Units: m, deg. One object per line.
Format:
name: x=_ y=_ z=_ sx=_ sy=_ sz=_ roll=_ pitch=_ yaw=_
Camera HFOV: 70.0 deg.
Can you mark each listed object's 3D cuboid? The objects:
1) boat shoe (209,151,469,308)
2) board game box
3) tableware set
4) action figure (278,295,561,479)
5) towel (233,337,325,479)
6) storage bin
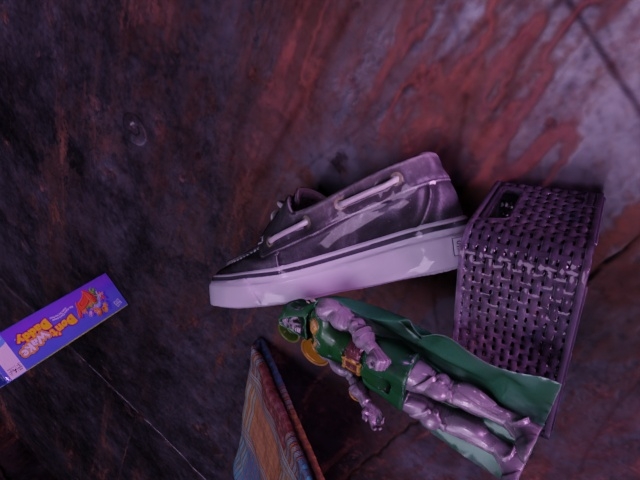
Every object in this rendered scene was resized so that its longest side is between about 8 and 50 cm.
boat shoe: x=0.000 y=0.000 z=0.494 sx=0.335 sy=0.121 sz=0.119 roll=-16 pitch=82 yaw=36
board game box: x=-0.568 y=0.201 z=0.917 sx=0.347 sy=0.233 sz=0.078 roll=-26 pitch=99 yaw=42
tableware set: x=0.010 y=0.154 z=0.622 sx=0.154 sy=0.024 sz=0.104 roll=45 pitch=133 yaw=4
action figure: x=0.056 y=0.107 z=0.378 sx=0.232 sy=0.063 sz=0.137 roll=25 pitch=133 yaw=32
towel: x=-0.077 y=0.374 z=0.714 sx=0.271 sy=0.040 sz=0.370 roll=54 pitch=143 yaw=44
storage bin: x=0.169 y=0.054 z=0.382 sx=0.084 sy=0.122 sz=0.180 roll=14 pitch=123 yaw=29
